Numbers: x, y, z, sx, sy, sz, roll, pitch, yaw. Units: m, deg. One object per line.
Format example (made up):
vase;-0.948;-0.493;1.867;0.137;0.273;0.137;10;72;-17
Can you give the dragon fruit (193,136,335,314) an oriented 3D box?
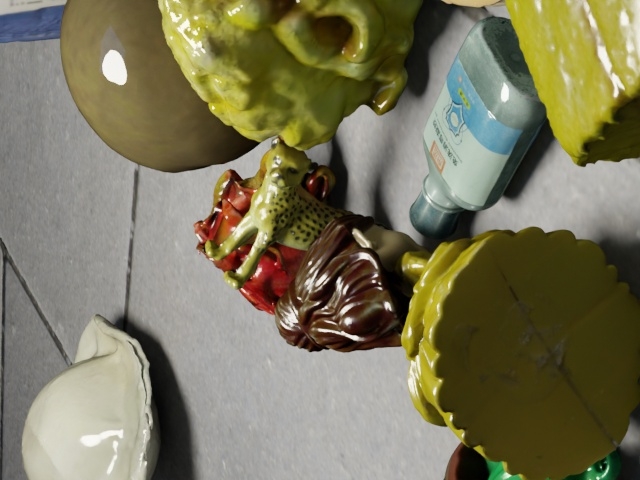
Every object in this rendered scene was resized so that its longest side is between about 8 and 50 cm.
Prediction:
dragon fruit;-0.047;-0.012;1.441;0.133;0.150;0.207;27;123;22

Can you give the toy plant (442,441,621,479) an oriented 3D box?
toy plant;0.155;0.187;1.157;0.200;0.105;0.143;-43;41;38

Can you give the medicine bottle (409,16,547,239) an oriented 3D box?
medicine bottle;0.116;-0.075;1.167;0.090;0.054;0.208;64;152;26

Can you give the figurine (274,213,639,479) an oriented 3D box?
figurine;0.085;0.046;1.165;0.168;0.187;0.315;-65;28;0

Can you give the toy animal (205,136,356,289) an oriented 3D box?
toy animal;0.000;0.000;1.343;0.136;0.181;0.073;-55;24;18

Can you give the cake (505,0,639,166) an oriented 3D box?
cake;0.216;-0.150;0.794;0.156;0.179;0.260;69;158;13

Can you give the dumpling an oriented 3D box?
dumpling;-0.288;0.230;1.974;0.341;0.181;0.260;-88;14;-81

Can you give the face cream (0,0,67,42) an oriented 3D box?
face cream;-0.320;-0.351;1.723;0.249;0.225;0.249;31;125;56

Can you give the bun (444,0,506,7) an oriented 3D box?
bun;0.107;-0.303;0.968;0.299;0.165;0.299;48;160;24

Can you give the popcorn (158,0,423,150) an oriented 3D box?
popcorn;-0.024;-0.203;1.204;0.173;0.225;0.286;56;147;31

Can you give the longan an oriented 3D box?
longan;-0.133;-0.188;1.416;0.248;0.248;0.248;34;129;54
